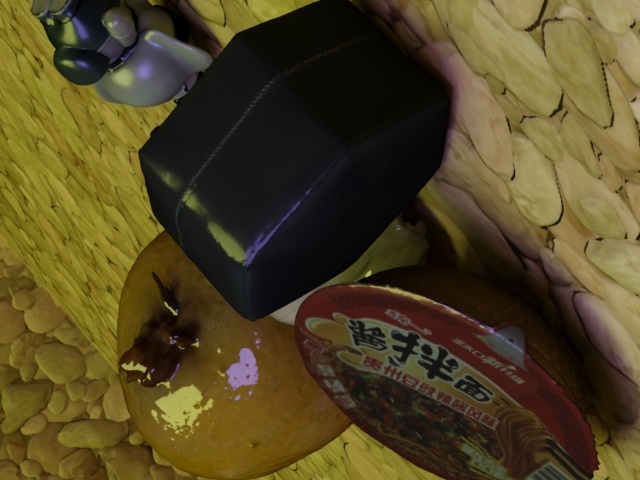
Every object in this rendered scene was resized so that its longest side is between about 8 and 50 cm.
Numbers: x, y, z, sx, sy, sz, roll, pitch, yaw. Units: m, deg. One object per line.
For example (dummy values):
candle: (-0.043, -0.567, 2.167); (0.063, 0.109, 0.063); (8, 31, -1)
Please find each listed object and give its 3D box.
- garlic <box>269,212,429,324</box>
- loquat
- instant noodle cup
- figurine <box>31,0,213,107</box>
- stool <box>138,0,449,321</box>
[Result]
garlic: (0.000, 0.000, 1.536); (0.229, 0.142, 0.178); (62, 165, -2)
loquat: (-0.081, 0.103, 1.724); (0.275, 0.275, 0.275); (46, 163, 19)
instant noodle cup: (0.118, 0.097, 1.434); (0.274, 0.091, 0.274); (25, 148, 16)
figurine: (-0.182, -0.187, 1.668); (0.147, 0.126, 0.192); (-9, 147, 42)
stool: (-0.020, -0.062, 1.323); (0.141, 0.232, 0.232); (45, 162, 16)
